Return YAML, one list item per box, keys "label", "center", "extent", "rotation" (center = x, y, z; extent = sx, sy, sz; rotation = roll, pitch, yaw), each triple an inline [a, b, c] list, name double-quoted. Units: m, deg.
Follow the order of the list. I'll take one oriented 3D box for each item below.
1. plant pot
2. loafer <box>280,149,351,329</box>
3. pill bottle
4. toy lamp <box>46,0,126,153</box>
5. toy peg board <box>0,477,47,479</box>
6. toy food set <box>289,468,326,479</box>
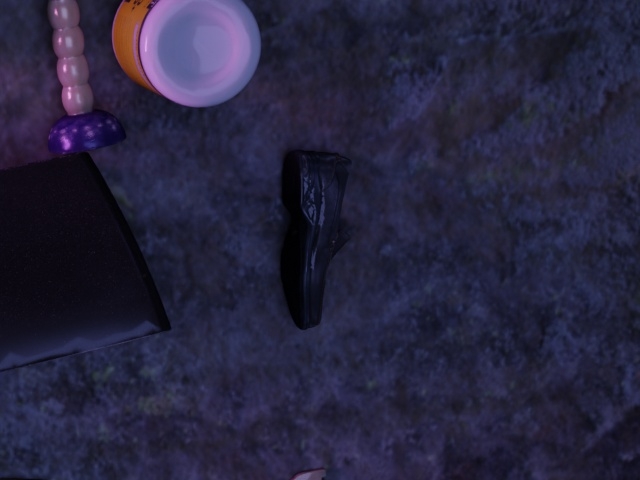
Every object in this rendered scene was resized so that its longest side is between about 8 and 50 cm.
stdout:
- label: "plant pot"
  center: [-0.252, 0.019, 1.605]
  extent: [0.187, 0.188, 0.167]
  rotation: [-14, 93, -15]
- label: "loafer"
  center: [0.000, 0.000, 1.741]
  extent: [0.061, 0.062, 0.170]
  rotation: [-2, 102, -23]
- label: "pill bottle"
  center: [-0.122, -0.174, 1.600]
  extent: [0.103, 0.184, 0.103]
  rotation: [-3, 101, -17]
- label: "toy lamp"
  center: [-0.227, -0.215, 1.615]
  extent: [0.080, 0.080, 0.274]
  rotation: [-14, 103, -15]
- label: "toy peg board"
  center: [-0.324, 0.302, 1.683]
  extent: [0.161, 0.079, 0.160]
  rotation: [5, 99, -18]
- label: "toy food set"
  center: [-0.036, 0.326, 1.802]
  extent: [0.132, 0.038, 0.192]
  rotation: [-9, 103, -16]
